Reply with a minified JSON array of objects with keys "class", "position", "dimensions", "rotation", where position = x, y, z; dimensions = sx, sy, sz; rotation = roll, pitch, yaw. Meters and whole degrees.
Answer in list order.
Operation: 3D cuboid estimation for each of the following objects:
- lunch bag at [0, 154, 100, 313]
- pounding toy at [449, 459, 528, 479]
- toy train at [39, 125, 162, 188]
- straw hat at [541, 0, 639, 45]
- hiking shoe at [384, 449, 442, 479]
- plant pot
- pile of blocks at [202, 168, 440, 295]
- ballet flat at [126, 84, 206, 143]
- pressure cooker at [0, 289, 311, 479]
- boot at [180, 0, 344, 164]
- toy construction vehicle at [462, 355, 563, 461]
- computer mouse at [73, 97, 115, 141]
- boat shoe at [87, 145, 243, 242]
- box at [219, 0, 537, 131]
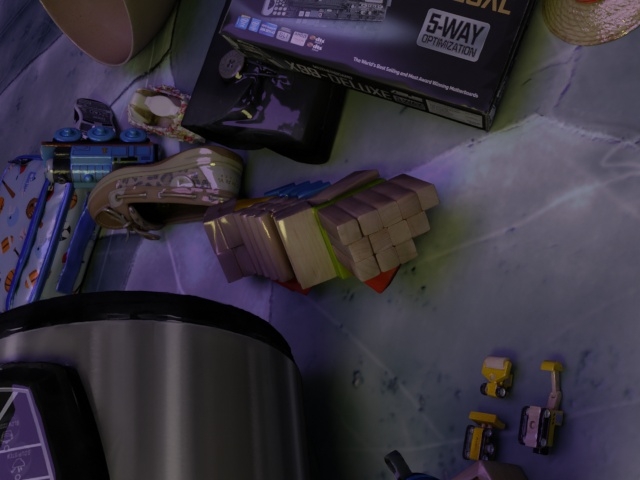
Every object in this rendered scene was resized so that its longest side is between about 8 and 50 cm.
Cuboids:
[{"class":"lunch bag","position":[-0.475,-0.008,1.268],"dimensions":[0.243,0.115,0.303],"rotation":[8,80,41]},{"class":"pounding toy","position":[0.140,0.265,0.609],"dimensions":[0.130,0.100,0.141],"rotation":[-44,50,21]},{"class":"toy train","position":[-0.338,-0.123,1.151],"dimensions":[0.105,0.184,0.080],"rotation":[-105,18,-49]},{"class":"straw hat","position":[0.270,-0.270,0.730],"dimensions":[0.144,0.061,0.144],"rotation":[-16,64,36]},{"class":"hiking shoe","position":[0.114,0.306,0.524],"dimensions":[0.132,0.113,0.304],"rotation":[-164,65,-75]},{"class":"plant pot","position":[-0.341,-0.462,1.247],"dimensions":[0.284,0.284,0.191],"rotation":[14,47,44]},{"class":"pile of blocks","position":[0.000,0.000,0.858],"dimensions":[0.362,0.149,0.112],"rotation":[3,119,52]},{"class":"ballet flat","position":[-0.249,-0.207,1.164],"dimensions":[0.241,0.077,0.091],"rotation":[16,85,45]},{"class":"pressure cooker","position":[-0.175,0.298,0.688],"dimensions":[0.370,0.376,0.420],"rotation":[119,150,-54]},{"class":"boot","position":[-0.092,-0.343,0.998],"dimensions":[0.367,0.146,0.445],"rotation":[14,92,40]},{"class":"toy construction vehicle","position":[0.175,0.155,0.673],"dimensions":[0.086,0.035,0.098],"rotation":[-9,65,51]},{"class":"computer mouse","position":[-0.385,-0.187,1.283],"dimensions":[0.042,0.106,0.193],"rotation":[-68,30,26]},{"class":"boat shoe","position":[-0.233,-0.055,1.070],"dimensions":[0.285,0.105,0.089],"rotation":[-16,64,35]},{"class":"box","position":[0.078,-0.279,0.803],"dimensions":[0.308,0.076,0.242],"rotation":[21,89,15]}]
